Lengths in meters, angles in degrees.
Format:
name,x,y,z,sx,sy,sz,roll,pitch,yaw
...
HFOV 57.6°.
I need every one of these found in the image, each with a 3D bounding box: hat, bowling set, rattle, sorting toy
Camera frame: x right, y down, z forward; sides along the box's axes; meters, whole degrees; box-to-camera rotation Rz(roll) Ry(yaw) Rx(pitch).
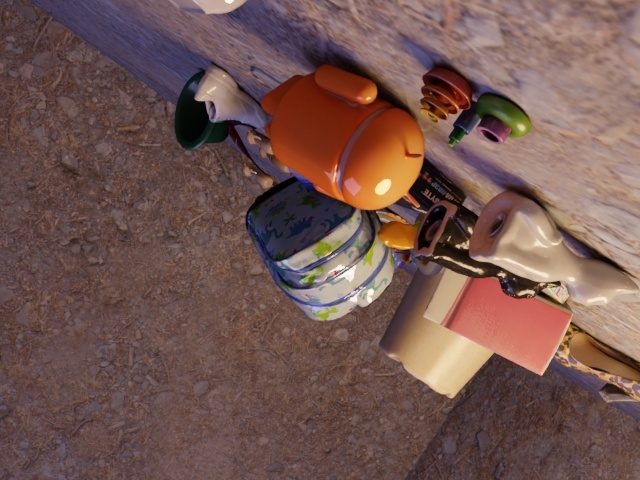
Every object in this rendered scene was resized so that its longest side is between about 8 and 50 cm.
name,x,y,z,sx,sy,sz,roll,pitch,yaw
hat,-0.225,-0.273,1.383,0.183,0.209,0.173,8,179,-45
bowling set,-0.180,-0.208,1.846,0.154,0.200,0.287,36,176,37
rattle,0.166,0.016,1.163,0.199,0.142,0.130,170,79,-77
sorting toy,0.125,-0.105,0.501,0.102,0.042,0.061,34,179,12

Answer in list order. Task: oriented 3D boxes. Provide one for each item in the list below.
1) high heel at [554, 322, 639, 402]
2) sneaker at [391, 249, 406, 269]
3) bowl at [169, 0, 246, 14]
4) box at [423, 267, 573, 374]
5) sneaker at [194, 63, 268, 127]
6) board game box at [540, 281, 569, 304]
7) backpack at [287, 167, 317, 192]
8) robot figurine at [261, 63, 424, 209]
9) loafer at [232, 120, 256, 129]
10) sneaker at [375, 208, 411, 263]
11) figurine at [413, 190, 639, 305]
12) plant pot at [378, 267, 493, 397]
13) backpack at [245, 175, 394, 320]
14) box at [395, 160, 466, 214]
name,x,y,z,sx,sy,sz,roll,pitch,yaw
high heel,0.603,0.239,1.227,0.261,0.093,0.186,47,157,0
sneaker,0.235,0.016,1.901,0.152,0.114,0.305,48,176,5
bowl,-0.152,-0.290,0.610,0.142,0.053,0.142,33,-179,-40
box,0.331,0.130,1.091,0.232,0.127,0.148,26,-170,17
sneaker,-0.196,-0.284,1.247,0.080,0.094,0.212,32,178,32
board game box,0.351,0.051,1.026,0.103,0.026,0.154,36,179,-40
backpack,-0.002,-0.154,1.071,0.101,0.098,0.120,-1,159,31
robot figurine,0.030,-0.117,0.690,0.219,0.158,0.128,34,-159,27
loafer,-0.223,-0.308,1.429,0.223,0.078,0.076,34,179,43
sneaker,0.201,-0.012,1.530,0.215,0.083,0.084,37,180,-31
figurine,0.262,0.024,0.749,0.209,0.092,0.215,27,170,-18
plant pot,0.318,0.202,1.440,0.333,0.305,0.334,34,180,0
backpack,0.000,0.000,1.190,0.273,0.290,0.356,64,-179,-50
box,0.097,-0.113,0.899,0.175,0.051,0.220,35,179,-26
